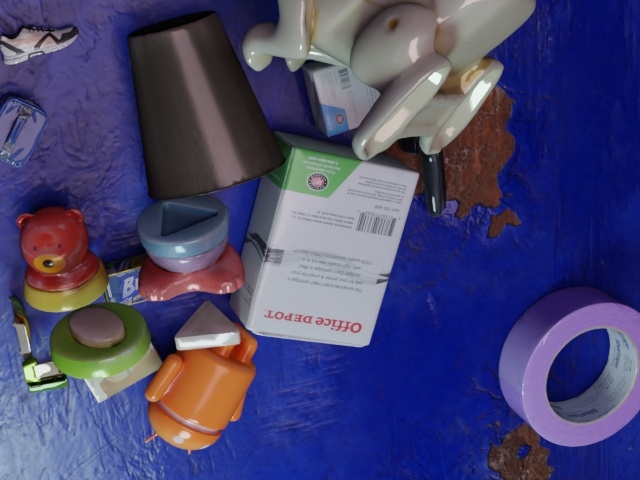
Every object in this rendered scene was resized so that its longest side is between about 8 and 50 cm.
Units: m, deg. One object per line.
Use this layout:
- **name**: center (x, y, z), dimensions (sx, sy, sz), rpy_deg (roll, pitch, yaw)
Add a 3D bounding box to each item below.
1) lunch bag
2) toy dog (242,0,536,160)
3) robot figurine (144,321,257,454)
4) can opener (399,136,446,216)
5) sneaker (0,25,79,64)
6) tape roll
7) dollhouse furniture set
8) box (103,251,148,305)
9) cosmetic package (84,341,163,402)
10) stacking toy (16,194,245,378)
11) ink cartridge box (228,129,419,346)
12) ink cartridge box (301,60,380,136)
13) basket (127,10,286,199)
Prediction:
- **lunch bag**: center (-0.415, -0.153, 1.504), dimensions (0.067, 0.065, 0.098), rpy_deg (25, 99, -26)
- **toy dog**: center (0.050, -0.353, 1.438), dimensions (0.285, 0.408, 0.395), rpy_deg (-22, 152, -52)
- **robot figurine**: center (-0.181, 0.228, 1.691), dimensions (0.128, 0.158, 0.219), rpy_deg (31, 96, 8)
- **can opener**: center (0.176, -0.127, 1.749), dimensions (0.059, 0.073, 0.186), rpy_deg (-46, 130, -45)
- **sneaker**: center (-0.381, -0.273, 1.489), dimensions (0.109, 0.040, 0.043), rpy_deg (-21, 112, -13)
- **tape roll**: center (0.458, 0.222, 1.951), dimensions (0.275, 0.090, 0.274), rpy_deg (-7, 111, -18)
- **dollhouse furniture set**: center (-0.410, 0.153, 1.609), dimensions (0.059, 0.076, 0.151), rpy_deg (-11, 122, -14)
- **box**: center (-0.243, 0.048, 1.646), dimensions (0.169, 0.054, 0.059), rpy_deg (-15, 113, -15)
- **cosmetic package**: center (-0.303, 0.190, 1.679), dimensions (0.115, 0.041, 0.060), rpy_deg (-31, 116, -8)
- **stacking toy**: center (-0.255, 0.037, 1.489), dimensions (0.309, 0.279, 0.130), rpy_deg (-12, 125, -10)
- **ink cartridge box**: center (0.000, 0.000, 1.681), dimensions (0.211, 0.121, 0.289), rpy_deg (10, 104, -24)
- **ink cartridge box**: center (0.073, -0.236, 1.660), dimensions (0.180, 0.060, 0.104), rpy_deg (-19, 113, -13)
- **basket**: center (-0.177, -0.192, 1.536), dimensions (0.204, 0.154, 0.226), rpy_deg (-13, 109, 7)
